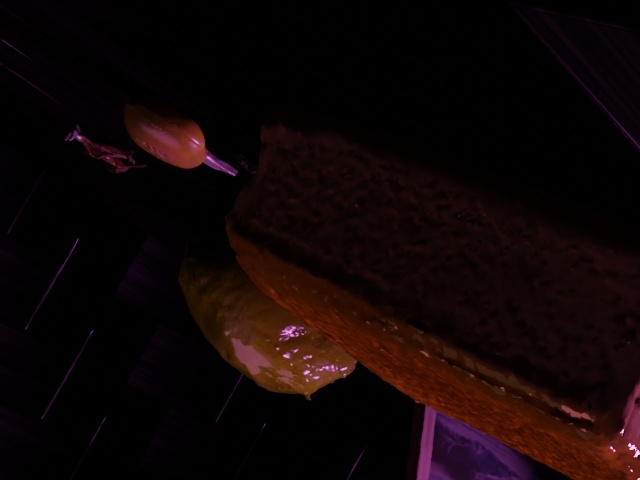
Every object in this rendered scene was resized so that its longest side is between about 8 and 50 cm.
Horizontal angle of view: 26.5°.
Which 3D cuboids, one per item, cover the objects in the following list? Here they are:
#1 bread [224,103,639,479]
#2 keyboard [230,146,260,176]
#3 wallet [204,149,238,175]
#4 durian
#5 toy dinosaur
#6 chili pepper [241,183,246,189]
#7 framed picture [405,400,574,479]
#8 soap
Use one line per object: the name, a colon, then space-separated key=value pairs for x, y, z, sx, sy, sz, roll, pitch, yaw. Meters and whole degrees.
bread: x=0.138 y=0.059 z=0.918 sx=0.333 sy=0.143 sz=0.323 roll=24 pitch=171 yaw=38
keyboard: x=0.031 y=-0.022 z=1.325 sx=0.262 sy=0.016 sz=0.106 roll=27 pitch=173 yaw=19
wallet: x=-0.130 y=-0.095 z=1.496 sx=0.083 sy=0.011 sz=0.044 roll=35 pitch=171 yaw=-40
durian: x=-0.108 y=0.131 z=2.393 sx=0.340 sy=0.204 sz=0.256 roll=32 pitch=-175 yaw=-17
toy dinosaur: x=-0.320 y=-0.131 z=1.991 sx=0.108 sy=0.032 sz=0.220 roll=35 pitch=170 yaw=-23
chili pepper: x=0.000 y=0.000 z=1.509 sx=0.059 sy=0.050 sz=0.268 roll=5 pitch=161 yaw=36
framed picture: x=0.297 y=0.332 z=1.822 sx=0.446 sy=0.326 sz=0.028 roll=31 pitch=136 yaw=-23
soap: x=-0.156 y=-0.106 z=1.367 sx=0.089 sy=0.045 sz=0.140 roll=26 pitch=174 yaw=-1
